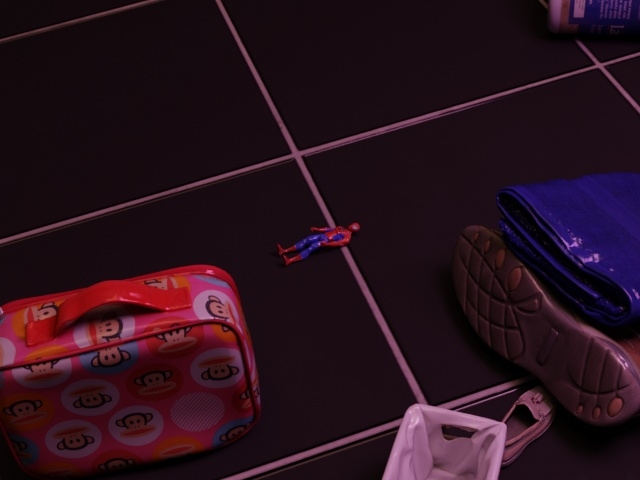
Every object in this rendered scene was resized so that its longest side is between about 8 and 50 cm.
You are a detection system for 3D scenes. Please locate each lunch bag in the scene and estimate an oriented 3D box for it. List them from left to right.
[{"bbox_3d":[-0.221,0.139,1.220,0.293,0.258,0.120,-11,46,-4],"label":"lunch bag"}]

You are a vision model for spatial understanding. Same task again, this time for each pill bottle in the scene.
[{"bbox_3d":[0.492,-0.398,1.726,0.264,0.153,0.153,4,47,11],"label":"pill bottle"}]

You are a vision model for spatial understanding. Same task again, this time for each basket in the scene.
[{"bbox_3d":[0.125,0.274,1.156,0.113,0.103,0.167,10,49,16],"label":"basket"}]

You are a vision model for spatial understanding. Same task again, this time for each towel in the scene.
[{"bbox_3d":[0.375,0.009,1.336,0.308,0.076,0.227,-8,45,-39],"label":"towel"}]

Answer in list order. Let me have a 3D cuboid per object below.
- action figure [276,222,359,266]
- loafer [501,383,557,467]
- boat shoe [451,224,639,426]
[{"bbox_3d":[0.000,0.000,1.490,0.115,0.030,0.038,-19,42,-14],"label":"action figure"},{"bbox_3d":[0.231,0.205,1.253,0.045,0.039,0.125,28,55,29],"label":"loafer"},{"bbox_3d":[0.279,0.097,1.315,0.116,0.123,0.324,-3,40,-38],"label":"boat shoe"}]
